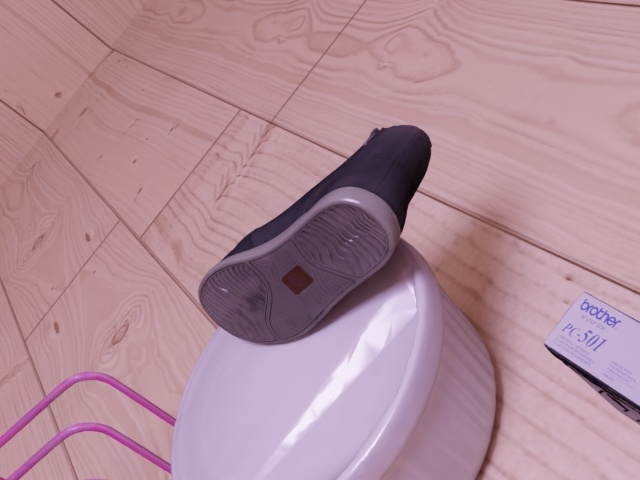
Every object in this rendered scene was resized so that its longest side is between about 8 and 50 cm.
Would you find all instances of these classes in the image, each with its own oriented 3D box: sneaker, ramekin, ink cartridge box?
[{"bbox_3d":[0.000,0.000,0.736,0.222,0.083,0.118,-31,16,43],"label":"sneaker"},{"bbox_3d":[0.016,0.132,0.753,0.273,0.127,0.273,-35,33,26],"label":"ramekin"},{"bbox_3d":[0.224,0.104,0.530,0.046,0.097,0.207,-52,30,-1],"label":"ink cartridge box"}]

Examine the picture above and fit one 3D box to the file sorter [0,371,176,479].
[{"bbox_3d":[-0.186,0.283,0.789,0.182,0.202,0.291,-42,31,13],"label":"file sorter"}]
